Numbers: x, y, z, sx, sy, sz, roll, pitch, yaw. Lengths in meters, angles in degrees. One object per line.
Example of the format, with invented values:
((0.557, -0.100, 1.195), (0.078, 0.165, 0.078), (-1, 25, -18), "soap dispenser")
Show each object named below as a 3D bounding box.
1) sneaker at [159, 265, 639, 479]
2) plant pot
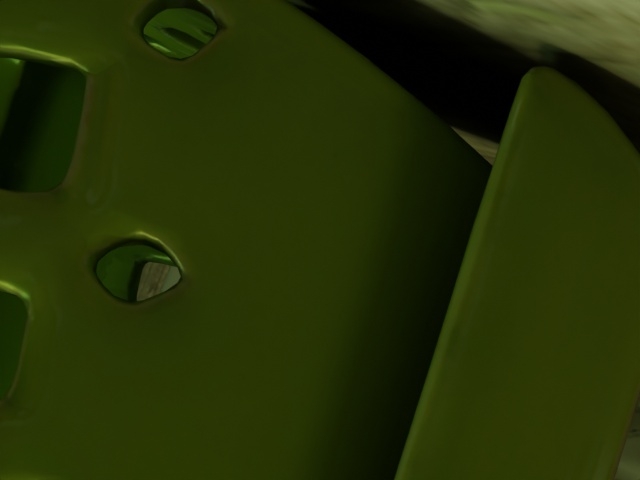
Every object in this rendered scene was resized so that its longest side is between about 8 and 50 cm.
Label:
((0.083, 0.074, 0.576), (0.305, 0.152, 0.114), (22, 176, 12), "sneaker")
((-0.041, 0.049, 0.408), (0.207, 0.228, 0.227), (18, 177, 9), "plant pot")
